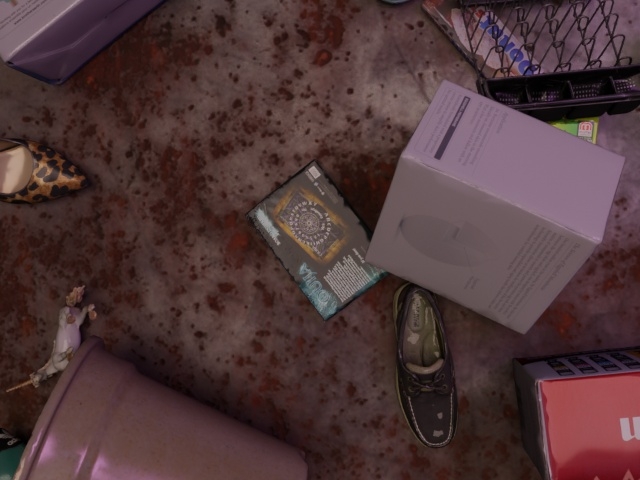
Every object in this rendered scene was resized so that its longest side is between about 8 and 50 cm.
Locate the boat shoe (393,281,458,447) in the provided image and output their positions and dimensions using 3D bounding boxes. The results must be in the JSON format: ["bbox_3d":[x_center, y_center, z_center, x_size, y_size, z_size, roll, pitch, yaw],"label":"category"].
[{"bbox_3d":[0.133,0.164,1.010,0.080,0.073,0.223,-7,87,7],"label":"boat shoe"}]

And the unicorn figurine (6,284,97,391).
[{"bbox_3d":[-0.355,0.146,1.072,0.060,0.111,0.162,32,66,-31],"label":"unicorn figurine"}]

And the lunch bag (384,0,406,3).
[{"bbox_3d":[0.129,-0.457,1.013,0.279,0.108,0.224,-38,87,5],"label":"lunch bag"}]

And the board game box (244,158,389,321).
[{"bbox_3d":[0.000,0.000,1.055,0.126,0.026,0.186,-37,85,5],"label":"board game box"}]

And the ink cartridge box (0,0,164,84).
[{"bbox_3d":[-0.399,-0.456,1.055,0.270,0.151,0.395,-36,86,4],"label":"ink cartridge box"}]

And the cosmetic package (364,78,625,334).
[{"bbox_3d":[0.197,-0.033,0.918,0.224,0.224,0.138,26,58,7],"label":"cosmetic package"}]

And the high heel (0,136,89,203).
[{"bbox_3d":[-0.459,-0.104,1.033,0.261,0.186,0.093,12,90,7],"label":"high heel"}]

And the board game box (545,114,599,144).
[{"bbox_3d":[0.252,-0.138,0.995,0.181,0.092,0.043,6,89,7],"label":"board game box"}]

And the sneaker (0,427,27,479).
[{"bbox_3d":[-0.511,0.384,1.073,0.302,0.108,0.121,-42,75,2],"label":"sneaker"}]

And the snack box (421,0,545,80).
[{"bbox_3d":[0.216,-0.270,1.038,0.064,0.022,0.178,-40,84,3],"label":"snack box"}]

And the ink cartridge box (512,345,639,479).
[{"bbox_3d":[0.397,0.194,0.878,0.309,0.272,0.130,-7,88,6],"label":"ink cartridge box"}]

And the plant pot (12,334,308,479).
[{"bbox_3d":[-0.190,0.323,0.945,0.305,0.334,0.334,19,91,-4],"label":"plant pot"}]

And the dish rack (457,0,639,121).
[{"bbox_3d":[0.279,-0.266,0.962,0.208,0.074,0.271,-6,65,-3],"label":"dish rack"}]
